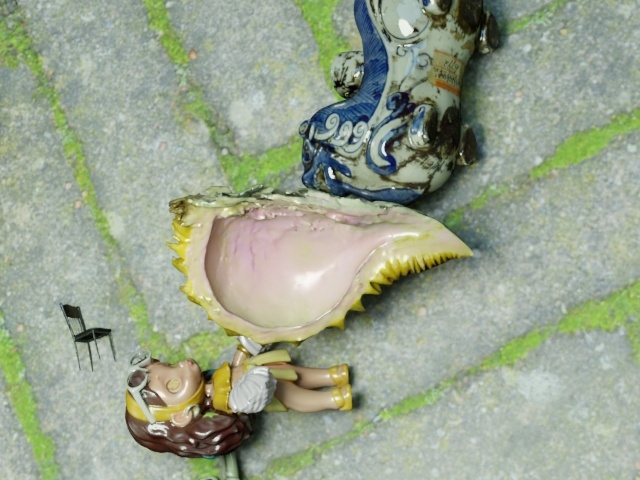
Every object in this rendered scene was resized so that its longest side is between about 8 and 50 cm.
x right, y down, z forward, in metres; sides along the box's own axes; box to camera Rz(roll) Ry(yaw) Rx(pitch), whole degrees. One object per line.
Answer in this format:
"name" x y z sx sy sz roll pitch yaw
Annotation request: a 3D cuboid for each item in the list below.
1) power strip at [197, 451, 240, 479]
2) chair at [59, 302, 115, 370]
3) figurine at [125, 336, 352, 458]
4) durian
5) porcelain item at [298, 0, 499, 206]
"power strip" -0.107 0.350 1.597 0.093 0.053 0.288 -8 72 16
"chair" -0.263 0.103 1.732 0.042 0.037 0.086 -28 71 22
"figurine" -0.089 0.158 1.607 0.240 0.116 0.175 -14 30 5
"durian" -0.013 -0.003 1.591 0.305 0.195 0.185 -2 112 -10
"porcelain item" 0.080 -0.176 1.659 0.186 0.138 0.288 1 79 37
